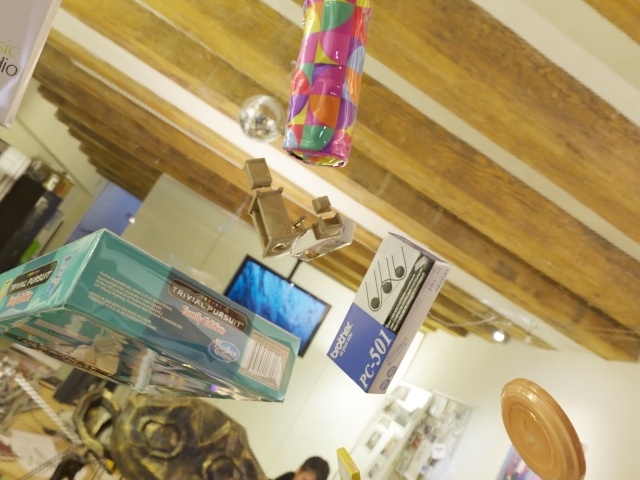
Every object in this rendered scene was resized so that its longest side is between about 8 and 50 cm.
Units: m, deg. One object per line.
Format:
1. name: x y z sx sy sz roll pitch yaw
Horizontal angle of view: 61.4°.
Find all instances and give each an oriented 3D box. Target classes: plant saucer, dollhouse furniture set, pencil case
1. plant saucer: 0.162 0.145 0.404 0.083 0.013 0.083 163 -90 -74
2. dollhouse furniture set: -0.062 -0.073 1.110 0.101 0.161 0.182 125 -50 -60
3. pencil case: 0.008 -0.219 0.733 0.104 0.236 0.104 8 -5 1

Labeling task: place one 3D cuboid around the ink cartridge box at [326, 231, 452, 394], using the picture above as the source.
1. ink cartridge box: 0.093 0.102 0.760 0.046 0.207 0.097 15 14 -44

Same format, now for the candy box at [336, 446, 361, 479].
1. candy box: 0.076 0.607 1.274 0.105 0.027 0.206 -151 -129 -66

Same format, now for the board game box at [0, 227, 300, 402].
1. board game box: -0.230 0.108 0.642 0.336 0.079 0.254 -13 -40 45

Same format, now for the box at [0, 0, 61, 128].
1. box: -0.662 -0.407 1.030 0.232 0.322 0.058 19 -7 -17

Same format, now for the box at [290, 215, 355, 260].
1. box: 0.000 0.000 1.547 0.063 0.067 0.324 16 -17 -19
